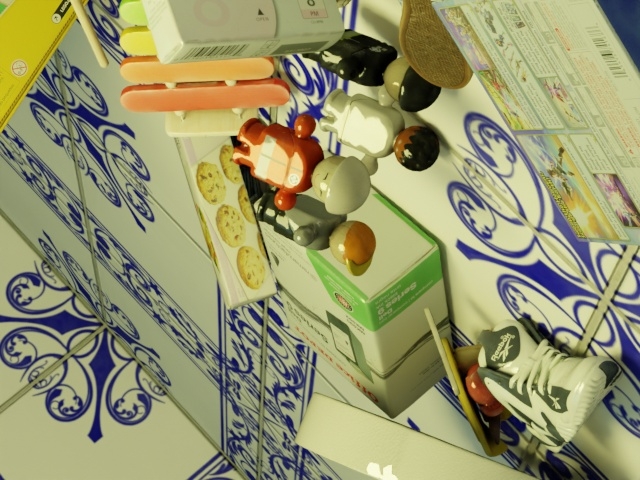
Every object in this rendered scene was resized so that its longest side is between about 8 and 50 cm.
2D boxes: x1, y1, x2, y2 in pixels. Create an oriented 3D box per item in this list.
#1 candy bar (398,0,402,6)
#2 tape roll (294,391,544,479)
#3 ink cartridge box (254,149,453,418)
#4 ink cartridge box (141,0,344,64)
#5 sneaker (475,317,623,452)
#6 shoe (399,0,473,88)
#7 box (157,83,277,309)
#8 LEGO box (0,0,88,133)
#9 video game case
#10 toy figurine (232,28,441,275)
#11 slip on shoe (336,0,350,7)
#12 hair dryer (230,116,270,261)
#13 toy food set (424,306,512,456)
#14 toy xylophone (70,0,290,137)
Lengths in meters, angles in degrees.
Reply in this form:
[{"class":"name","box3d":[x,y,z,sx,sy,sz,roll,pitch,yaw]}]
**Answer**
[{"class":"candy bar","box3d":[0.073,-0.251,1.721,0.161,0.018,0.040,58,161,-21]},{"class":"tape roll","box3d":[0.160,0.284,2.192,0.392,0.072,0.392,21,175,2]},{"class":"ink cartridge box","box3d":[0.048,0.060,2.232,0.211,0.121,0.289,41,160,30]},{"class":"ink cartridge box","box3d":[-0.095,-0.284,1.711,0.066,0.189,0.232,-28,74,53]},{"class":"sneaker","box3d":[0.237,0.144,1.983,0.153,0.094,0.235,39,171,9]},{"class":"shoe","box3d":[0.108,-0.220,1.652,0.076,0.058,0.219,18,153,25]},{"class":"box","box3d":[-0.134,-0.073,2.306,0.063,0.067,0.324,140,114,-77]},{"class":"LEGO box","box3d":[-0.564,-0.269,2.303,0.372,0.500,0.193,37,168,-25]},{"class":"video game case","box3d":[0.237,-0.116,1.519,0.269,0.061,0.244,56,160,-16]},{"class":"toy figurine","box3d":[0.030,-0.092,1.842,0.148,0.213,0.209,25,157,21]},{"class":"slip on shoe","box3d":[0.027,-0.260,1.778,0.135,0.041,0.051,173,80,-87]},{"class":"hair dryer","box3d":[-0.094,-0.079,2.419,0.293,0.080,0.224,179,79,-68]},{"class":"toy food set","box3d":[0.197,0.168,2.149,0.218,0.071,0.128,61,-171,-53]},{"class":"toy xylophone","box3d":[-0.177,-0.241,2.086,0.236,0.081,0.323,-6,144,15]}]
